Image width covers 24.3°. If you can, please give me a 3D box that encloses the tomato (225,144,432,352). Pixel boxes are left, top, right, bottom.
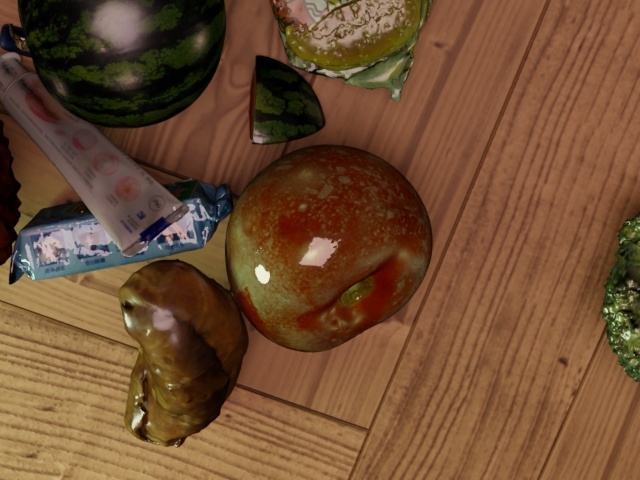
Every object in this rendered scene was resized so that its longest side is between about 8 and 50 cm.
[{"bbox_3d":[0.000,0.000,1.887,0.270,0.270,0.222,-36,58,8],"label":"tomato"}]

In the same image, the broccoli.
[{"bbox_3d":[0.499,0.072,1.930,0.260,0.235,0.288,-17,110,28],"label":"broccoli"}]

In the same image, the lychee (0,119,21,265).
[{"bbox_3d":[-0.590,-0.072,1.772,0.500,0.425,0.424,30,104,26],"label":"lychee"}]

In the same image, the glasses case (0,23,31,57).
[{"bbox_3d":[-0.374,-0.253,1.923,0.083,0.023,0.033,16,101,-5],"label":"glasses case"}]

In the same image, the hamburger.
[{"bbox_3d":[0.045,-0.284,1.870,0.214,0.125,0.235,-12,90,12],"label":"hamburger"}]

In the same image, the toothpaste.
[{"bbox_3d":[-0.303,-0.114,1.863,0.100,0.066,0.323,-39,69,-17],"label":"toothpaste"}]

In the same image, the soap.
[{"bbox_3d":[-0.254,-0.016,1.918,0.293,0.156,0.077,-11,101,1],"label":"soap"}]

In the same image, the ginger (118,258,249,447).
[{"bbox_3d":[-0.173,0.152,1.936,0.172,0.165,0.321,-10,136,-14],"label":"ginger"}]

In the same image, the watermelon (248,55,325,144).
[{"bbox_3d":[-0.068,-0.163,1.924,0.125,0.135,0.094,48,135,-14],"label":"watermelon"}]

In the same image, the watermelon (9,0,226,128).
[{"bbox_3d":[-0.240,-0.265,1.812,0.269,0.269,0.268,0,104,-1],"label":"watermelon"}]
